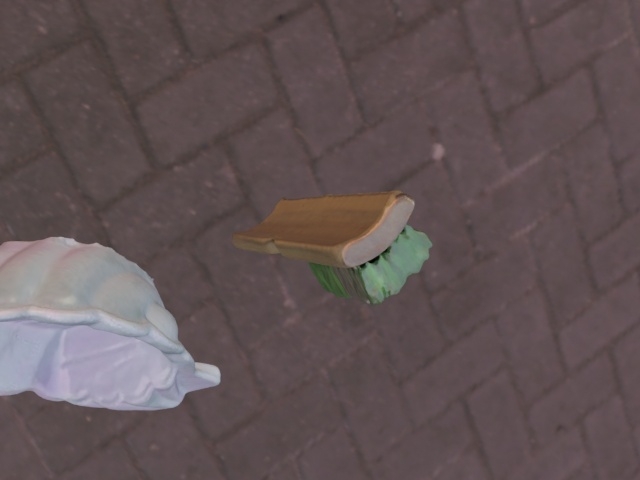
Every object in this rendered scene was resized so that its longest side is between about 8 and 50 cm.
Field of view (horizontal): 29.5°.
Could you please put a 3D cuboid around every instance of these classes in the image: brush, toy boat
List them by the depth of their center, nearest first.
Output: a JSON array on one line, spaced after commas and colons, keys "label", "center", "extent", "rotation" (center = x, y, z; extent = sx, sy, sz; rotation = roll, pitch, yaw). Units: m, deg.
[{"label": "brush", "center": [0.000, 0.000, 0.740], "extent": [0.054, 0.282, 0.048], "rotation": [-37, 102, -11]}, {"label": "toy boat", "center": [-0.202, 0.067, 0.967], "extent": [0.290, 0.200, 0.100], "rotation": [35, 49, -54]}]
